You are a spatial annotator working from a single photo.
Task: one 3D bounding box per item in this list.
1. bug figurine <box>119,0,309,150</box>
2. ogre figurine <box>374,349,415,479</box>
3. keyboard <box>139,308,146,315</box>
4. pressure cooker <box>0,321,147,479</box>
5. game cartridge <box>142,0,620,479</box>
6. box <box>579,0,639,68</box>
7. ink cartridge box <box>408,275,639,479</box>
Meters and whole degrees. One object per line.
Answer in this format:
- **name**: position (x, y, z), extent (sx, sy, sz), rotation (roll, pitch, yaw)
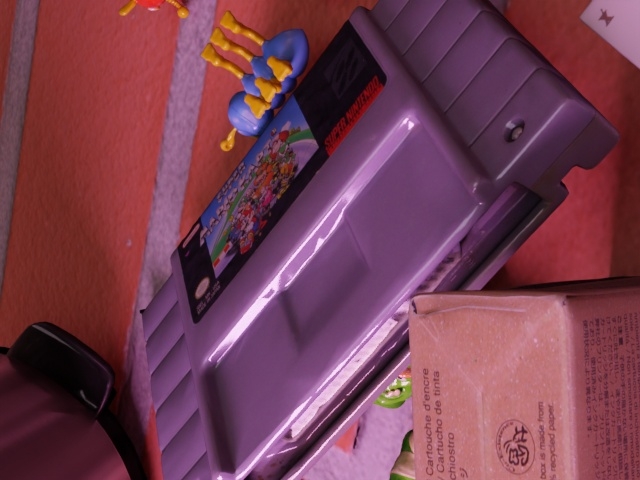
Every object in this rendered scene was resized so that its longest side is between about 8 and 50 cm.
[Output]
- **bug figurine**: position (-0.060, -0.214, 0.713), extent (0.216, 0.072, 0.279), rotation (-52, 53, 22)
- **ogre figurine**: position (0.063, 0.088, 0.595), extent (0.118, 0.096, 0.197), rotation (111, 147, -41)
- **keyboard**: position (-0.078, 0.103, 0.767), extent (0.192, 0.038, 0.100), rotation (22, 128, 39)
- **pressure cooker**: position (-0.338, 0.277, 0.749), extent (0.369, 0.420, 0.376), rotation (-13, 92, 9)
- **game cartridge**: position (0.000, 0.000, 0.589), extent (0.355, 0.068, 0.230), rotation (-51, 38, 21)
- **box**: position (0.210, -0.118, 0.458), extent (0.102, 0.087, 0.101), rotation (52, 122, 29)
- **ink cartridge box**: position (0.138, 0.136, 0.455), extent (0.088, 0.193, 0.235), rotation (-4, 87, 44)
